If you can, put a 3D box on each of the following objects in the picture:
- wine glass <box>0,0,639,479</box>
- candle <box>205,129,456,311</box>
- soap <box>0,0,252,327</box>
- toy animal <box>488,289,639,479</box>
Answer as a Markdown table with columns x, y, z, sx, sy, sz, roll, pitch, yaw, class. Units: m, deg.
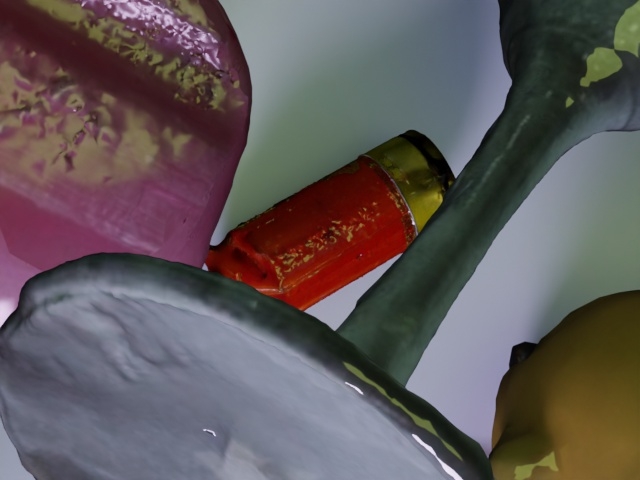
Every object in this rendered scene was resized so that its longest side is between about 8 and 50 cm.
| x | y | z | sx | sy | sz | roll | pitch | yaw | class |
| --- | --- | --- | --- | --- | --- | --- | --- | --- | --- |
| 0.080 | -0.044 | 0.653 | 0.267 | 0.267 | 0.406 | 47 | 53 | -10 | wine glass |
| 0.000 | 0.000 | 0.803 | 0.131 | 0.052 | 0.052 | -30 | 96 | -17 | candle |
| -0.175 | -0.090 | 0.704 | 0.325 | 0.127 | 0.220 | 31 | 84 | -15 | soap |
| 0.191 | 0.088 | 0.799 | 0.281 | 0.169 | 0.195 | -6 | 98 | -20 | toy animal |
